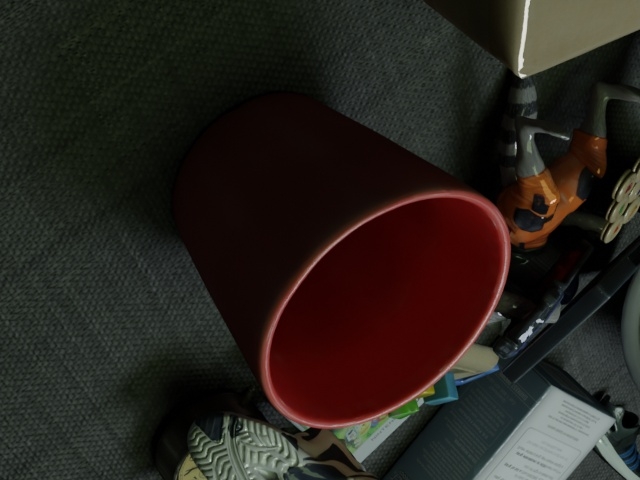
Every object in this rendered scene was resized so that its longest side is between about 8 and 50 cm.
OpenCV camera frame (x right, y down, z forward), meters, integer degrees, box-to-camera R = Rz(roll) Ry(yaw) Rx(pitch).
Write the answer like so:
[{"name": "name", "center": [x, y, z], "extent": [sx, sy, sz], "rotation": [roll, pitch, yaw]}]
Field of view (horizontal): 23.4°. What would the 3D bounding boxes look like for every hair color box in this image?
[{"name": "hair color box", "center": [0.193, 0.321, 2.009], "extent": [0.374, 0.113, 0.185], "rotation": [-52, 139, 8]}]

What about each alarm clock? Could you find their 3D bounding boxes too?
[{"name": "alarm clock", "center": [-0.133, 0.241, 1.699], "extent": [0.192, 0.064, 0.129], "rotation": [-41, 141, -10]}]

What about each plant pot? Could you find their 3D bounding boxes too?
[{"name": "plant pot", "center": [0.000, 0.000, 1.464], "extent": [0.275, 0.243, 0.275], "rotation": [-23, 137, -24]}]

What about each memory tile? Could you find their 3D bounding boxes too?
[{"name": "memory tile", "center": [0.359, -0.068, 1.710], "extent": [0.148, 0.012, 0.113], "rotation": [-44, 156, -30]}]

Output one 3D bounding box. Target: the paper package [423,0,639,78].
[{"name": "paper package", "center": [0.254, -0.360, 1.430], "extent": [0.309, 0.168, 0.325], "rotation": [-23, 135, -24]}]

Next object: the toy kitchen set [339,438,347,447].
[{"name": "toy kitchen set", "center": [-0.068, 0.338, 1.813], "extent": [0.207, 0.122, 0.166], "rotation": [-2, 130, -7]}]

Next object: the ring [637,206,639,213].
[{"name": "ring", "center": [0.471, -0.173, 1.824], "extent": [0.336, 0.032, 0.336], "rotation": [-38, 154, -23]}]

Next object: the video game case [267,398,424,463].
[{"name": "video game case", "center": [0.057, 0.167, 1.829], "extent": [0.193, 0.023, 0.212], "rotation": [-44, 140, -1]}]

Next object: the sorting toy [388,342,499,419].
[{"name": "sorting toy", "center": [0.085, 0.162, 1.692], "extent": [0.196, 0.047, 0.348], "rotation": [-21, 162, 21]}]

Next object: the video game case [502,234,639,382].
[{"name": "video game case", "center": [0.340, 0.050, 1.835], "extent": [0.274, 0.026, 0.196], "rotation": [-38, 171, -45]}]

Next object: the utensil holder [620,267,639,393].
[{"name": "utensil holder", "center": [0.629, 0.156, 2.080], "extent": [0.327, 0.327, 0.385], "rotation": [-50, 143, 7]}]

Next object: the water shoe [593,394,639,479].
[{"name": "water shoe", "center": [0.437, 0.290, 2.222], "extent": [0.080, 0.073, 0.203], "rotation": [-47, 141, 0]}]

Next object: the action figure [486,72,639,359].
[{"name": "action figure", "center": [0.246, -0.040, 1.756], "extent": [0.341, 0.178, 0.330], "rotation": [-42, 159, -54]}]

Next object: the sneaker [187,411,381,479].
[{"name": "sneaker", "center": [-0.039, 0.242, 1.670], "extent": [0.235, 0.153, 0.094], "rotation": [19, 91, -11]}]
